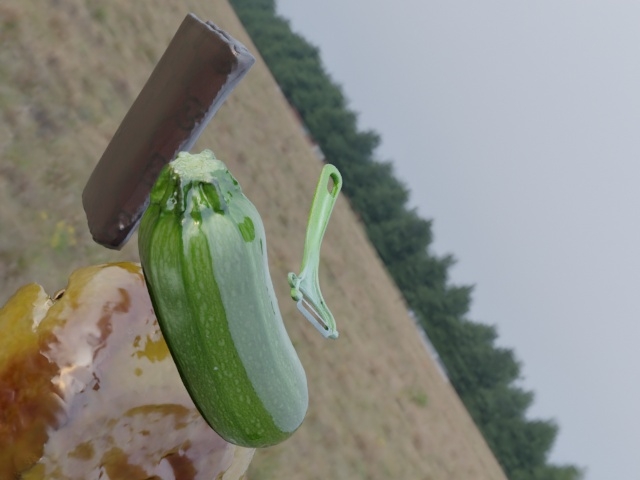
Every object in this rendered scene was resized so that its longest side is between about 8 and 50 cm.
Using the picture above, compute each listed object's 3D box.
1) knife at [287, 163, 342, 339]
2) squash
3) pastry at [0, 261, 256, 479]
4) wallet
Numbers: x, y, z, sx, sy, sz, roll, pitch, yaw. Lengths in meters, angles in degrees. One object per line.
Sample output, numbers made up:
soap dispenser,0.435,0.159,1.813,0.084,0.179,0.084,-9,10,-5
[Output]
knife,-0.003,0.001,1.026,0.078,0.022,0.166,55,32,-44
squash,-0.056,0.045,0.700,0.068,0.077,0.219,40,-29,47
pastry,-0.198,0.179,1.067,0.164,0.356,0.356,34,-14,35
wallet,-0.155,-0.107,1.160,0.049,0.229,0.182,32,7,-27
